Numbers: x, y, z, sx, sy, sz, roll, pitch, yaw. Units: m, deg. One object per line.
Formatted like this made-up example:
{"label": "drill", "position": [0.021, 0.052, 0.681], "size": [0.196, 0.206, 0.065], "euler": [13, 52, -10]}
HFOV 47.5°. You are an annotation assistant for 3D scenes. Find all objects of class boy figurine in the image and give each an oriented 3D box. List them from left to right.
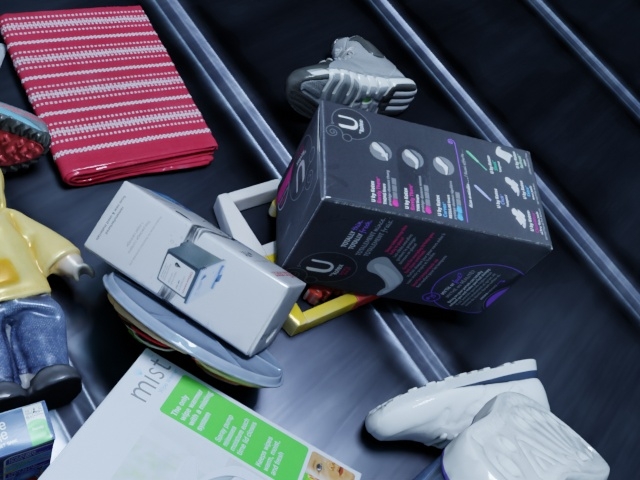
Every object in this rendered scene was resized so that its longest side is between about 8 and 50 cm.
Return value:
{"label": "boy figurine", "position": [-0.312, 0.029, 0.704], "size": [0.177, 0.092, 0.285], "euler": [-12, 66, -30]}

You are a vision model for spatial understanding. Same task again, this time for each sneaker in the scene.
{"label": "sneaker", "position": [-0.415, -0.158, 0.767], "size": [0.262, 0.104, 0.125], "euler": [14, 50, -21]}
{"label": "sneaker", "position": [0.024, -0.247, 1.067], "size": [0.229, 0.086, 0.132], "euler": [-4, 53, -38]}
{"label": "sneaker", "position": [0.161, 0.196, 0.807], "size": [0.235, 0.090, 0.095], "euler": [-7, 74, -25]}
{"label": "sneaker", "position": [0.139, 0.278, 0.694], "size": [0.130, 0.236, 0.323], "euler": [41, 15, 27]}

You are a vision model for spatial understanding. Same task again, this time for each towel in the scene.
{"label": "towel", "position": [-0.269, -0.191, 0.920], "size": [0.199, 0.031, 0.275], "euler": [-15, 63, -31]}

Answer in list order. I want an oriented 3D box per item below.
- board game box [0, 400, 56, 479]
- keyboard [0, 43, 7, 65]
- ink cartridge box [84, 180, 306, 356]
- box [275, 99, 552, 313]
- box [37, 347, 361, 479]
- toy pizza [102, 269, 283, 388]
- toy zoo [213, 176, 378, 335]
{"label": "board game box", "position": [-0.313, 0.193, 0.557], "size": [0.201, 0.136, 0.035], "euler": [-12, 62, -31]}
{"label": "keyboard", "position": [-0.428, -0.148, 0.832], "size": [0.072, 0.014, 0.256], "euler": [16, 52, -20]}
{"label": "ink cartridge box", "position": [-0.120, 0.028, 0.742], "size": [0.191, 0.139, 0.082], "euler": [31, 91, 6]}
{"label": "box", "position": [0.099, -0.031, 0.841], "size": [0.270, 0.165, 0.143], "euler": [11, 53, -18]}
{"label": "box", "position": [-0.117, 0.248, 0.564], "size": [0.231, 0.127, 0.262], "euler": [32, 28, 0]}
{"label": "toy pizza", "position": [-0.126, 0.092, 0.708], "size": [0.201, 0.201, 0.032], "euler": [32, 91, 0]}
{"label": "toy zoo", "position": [0.000, 0.000, 0.904], "size": [0.293, 0.030, 0.192], "euler": [-20, 67, -34]}
